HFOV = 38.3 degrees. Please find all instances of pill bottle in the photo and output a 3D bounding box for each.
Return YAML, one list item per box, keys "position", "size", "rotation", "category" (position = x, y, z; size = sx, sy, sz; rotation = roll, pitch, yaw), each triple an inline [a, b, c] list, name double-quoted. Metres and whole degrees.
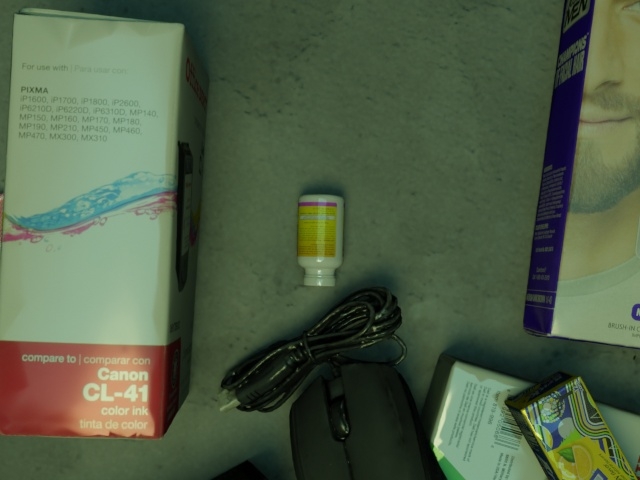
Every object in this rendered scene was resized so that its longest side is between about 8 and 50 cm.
- position: [0.000, 0.000, 0.850]
  size: [0.043, 0.043, 0.083]
  rotation: [2, 88, -2]
  category: "pill bottle"

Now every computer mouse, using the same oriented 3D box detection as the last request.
- position: [0.026, 0.189, 0.774]
  size: [0.188, 0.072, 0.272]
  rotation: [-31, 70, 16]
  category: "computer mouse"

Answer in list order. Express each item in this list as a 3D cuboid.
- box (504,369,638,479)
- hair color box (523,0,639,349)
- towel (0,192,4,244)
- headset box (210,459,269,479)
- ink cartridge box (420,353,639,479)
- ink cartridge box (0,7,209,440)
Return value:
- position: [0.223, 0.195, 0.760]
  size: [0.059, 0.054, 0.169]
  rotation: [-29, 90, -3]
  category: "box"
- position: [0.304, -0.070, 0.832]
  size: [0.185, 0.110, 0.338]
  rotation: [8, 87, -1]
  category: "hair color box"
- position: [-0.350, 0.042, 0.845]
  size: [0.197, 0.029, 0.144]
  rotation: [-14, 90, -2]
  category: "towel"
- position: [-0.098, 0.375, 0.776]
  size: [0.246, 0.131, 0.283]
  rotation: [-26, 90, -13]
  category: "headset box"
- position: [0.191, 0.205, 0.830]
  size: [0.208, 0.087, 0.153]
  rotation: [18, 88, -1]
  category: "ink cartridge box"
- position: [-0.169, -0.008, 0.754]
  size: [0.131, 0.226, 0.306]
  rotation: [5, 89, -2]
  category: "ink cartridge box"
